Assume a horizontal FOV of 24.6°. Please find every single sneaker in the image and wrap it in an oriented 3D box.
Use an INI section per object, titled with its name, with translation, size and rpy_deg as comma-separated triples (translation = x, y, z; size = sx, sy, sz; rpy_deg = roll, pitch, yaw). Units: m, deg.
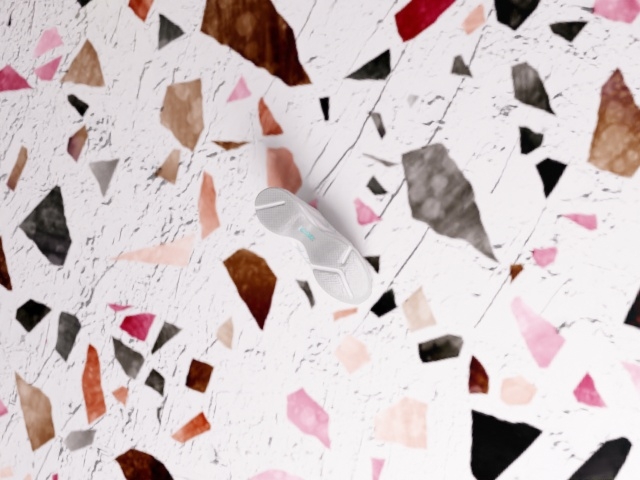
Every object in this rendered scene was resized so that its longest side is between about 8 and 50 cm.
[sneaker]
translation = 0.000, 0.000, 1.487
size = 0.054, 0.061, 0.152
rpy_deg = -43, 89, 15
